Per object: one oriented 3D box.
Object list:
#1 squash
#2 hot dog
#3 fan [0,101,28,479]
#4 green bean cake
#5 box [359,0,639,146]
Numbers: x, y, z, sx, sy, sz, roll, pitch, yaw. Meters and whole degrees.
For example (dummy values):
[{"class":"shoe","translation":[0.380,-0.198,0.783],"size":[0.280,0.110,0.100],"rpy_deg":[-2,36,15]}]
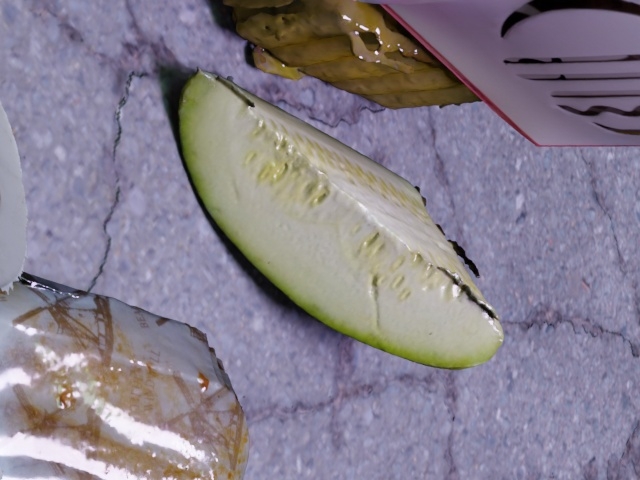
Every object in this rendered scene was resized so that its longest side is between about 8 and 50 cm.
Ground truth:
[{"class":"squash","translation":[0.000,0.000,1.026],"size":[0.252,0.093,0.169],"rpy_deg":[26,25,-47]},{"class":"hot dog","translation":[-0.155,0.106,0.867],"size":[0.270,0.081,0.163],"rpy_deg":[22,64,-39]},{"class":"fan","translation":[-0.187,0.002,0.770],"size":[0.191,0.009,0.329],"rpy_deg":[51,24,-68]},{"class":"green bean cake","translation":[0.052,-0.217,1.073],"size":[0.229,0.131,0.224],"rpy_deg":[16,78,-47]},{"class":"box","translation":[0.218,-0.250,0.929],"size":[0.300,0.314,0.312],"rpy_deg":[35,67,-43]}]
